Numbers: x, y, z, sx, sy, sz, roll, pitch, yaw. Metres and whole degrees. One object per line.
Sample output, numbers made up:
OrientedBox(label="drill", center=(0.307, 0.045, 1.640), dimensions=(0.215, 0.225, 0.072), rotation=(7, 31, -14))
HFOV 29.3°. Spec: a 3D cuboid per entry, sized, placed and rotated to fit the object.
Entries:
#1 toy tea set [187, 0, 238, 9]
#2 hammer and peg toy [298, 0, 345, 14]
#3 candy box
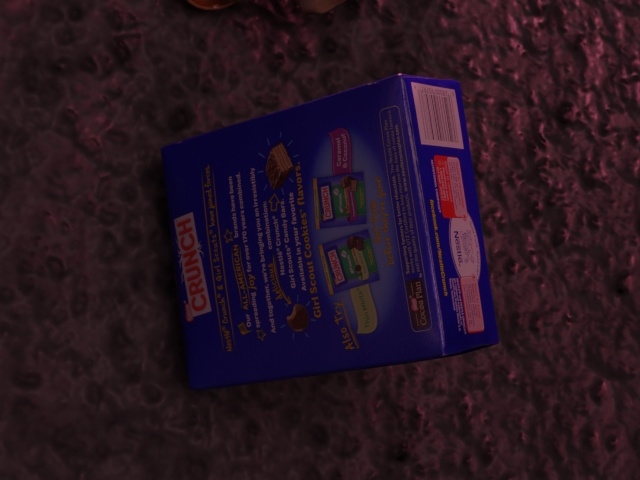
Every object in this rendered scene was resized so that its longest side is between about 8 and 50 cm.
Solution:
OrientedBox(label="toy tea set", center=(-0.200, -0.321, 1.259), dimensions=(0.336, 0.200, 0.124), rotation=(8, 48, -29))
OrientedBox(label="hammer and peg toy", center=(0.045, -0.434, 1.395), dimensions=(0.361, 0.127, 0.265), rotation=(-42, 124, -48))
OrientedBox(label="candy box", center=(0.000, 0.000, 1.234), dimensions=(0.122, 0.317, 0.268), rotation=(0, 81, -54))
